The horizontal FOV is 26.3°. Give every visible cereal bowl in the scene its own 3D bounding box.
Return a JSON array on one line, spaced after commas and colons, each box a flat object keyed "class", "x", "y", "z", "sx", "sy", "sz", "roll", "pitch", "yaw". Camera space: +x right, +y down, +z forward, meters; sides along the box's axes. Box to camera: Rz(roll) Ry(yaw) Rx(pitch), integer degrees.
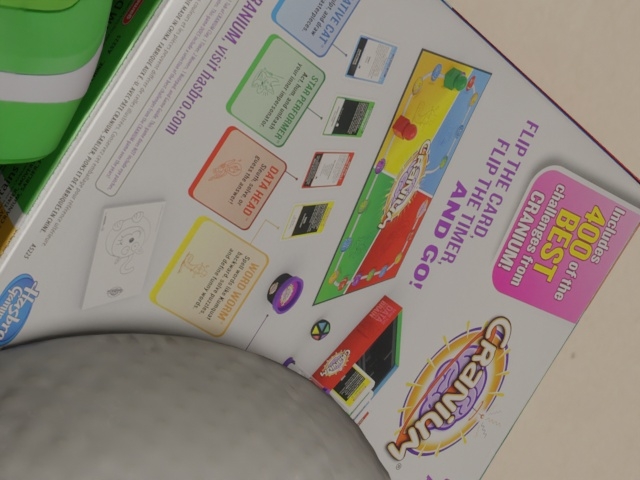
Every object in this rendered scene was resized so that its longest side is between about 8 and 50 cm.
[{"class": "cereal bowl", "x": -0.095, "y": 0.211, "z": 0.569, "sx": 0.339, "sy": 0.141, "sz": 0.339, "roll": -14, "pitch": 126, "yaw": -21}]

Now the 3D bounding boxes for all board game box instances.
[{"class": "board game box", "x": 0.000, "y": 0.000, "z": 0.647, "sx": 0.316, "sy": 0.064, "sz": 0.242, "roll": 35, "pitch": 87, "yaw": -39}]

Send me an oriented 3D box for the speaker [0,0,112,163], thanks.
[{"class": "speaker", "x": -0.113, "y": -0.182, "z": 0.453, "sx": 0.131, "sy": 0.131, "sz": 0.297, "roll": 4, "pitch": 106, "yaw": -37}]
